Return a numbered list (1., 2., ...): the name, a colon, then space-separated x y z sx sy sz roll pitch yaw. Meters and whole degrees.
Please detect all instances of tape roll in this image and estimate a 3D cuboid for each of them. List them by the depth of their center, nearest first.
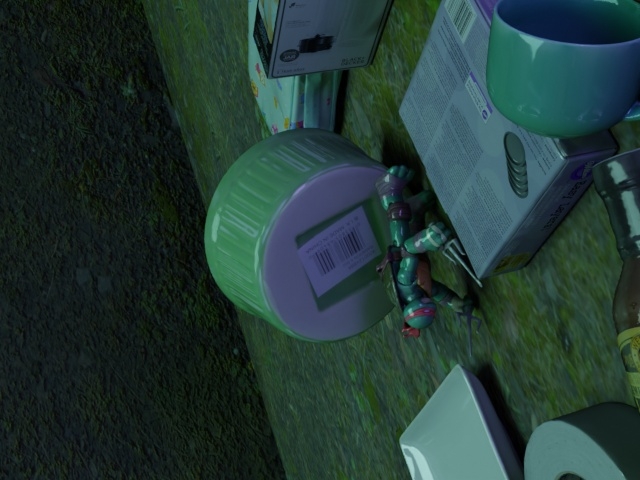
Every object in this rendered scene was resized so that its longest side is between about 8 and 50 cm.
1. tape roll: 0.295 0.277 0.821 0.219 0.072 0.219 167 90 -74

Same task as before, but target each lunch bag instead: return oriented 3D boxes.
1. lunch bag: -0.041 -0.300 1.400 0.279 0.108 0.224 95 152 -47

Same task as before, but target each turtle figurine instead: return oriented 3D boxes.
1. turtle figurine: 0.129 0.028 1.041 0.175 0.118 0.234 69 -171 -57

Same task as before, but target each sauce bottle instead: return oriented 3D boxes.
1. sauce bottle: 0.292 0.096 0.635 0.111 0.111 0.344 140 115 -71

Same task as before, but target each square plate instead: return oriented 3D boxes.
1. square plate: 0.228 0.384 1.146 0.344 0.049 0.347 106 147 -58

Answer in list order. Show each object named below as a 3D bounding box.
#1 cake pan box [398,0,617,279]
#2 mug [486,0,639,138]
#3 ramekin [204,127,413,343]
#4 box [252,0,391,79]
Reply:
1. cake pan box: 0.182 -0.127 0.894 0.246 0.070 0.267 109 144 -56
2. mug: 0.211 -0.139 0.686 0.158 0.129 0.097 -123 25 -48
3. ramekin: 0.000 0.000 1.188 0.148 0.303 0.303 33 133 56
4. box: 0.011 -0.350 1.107 0.290 0.169 0.087 108 147 -62
